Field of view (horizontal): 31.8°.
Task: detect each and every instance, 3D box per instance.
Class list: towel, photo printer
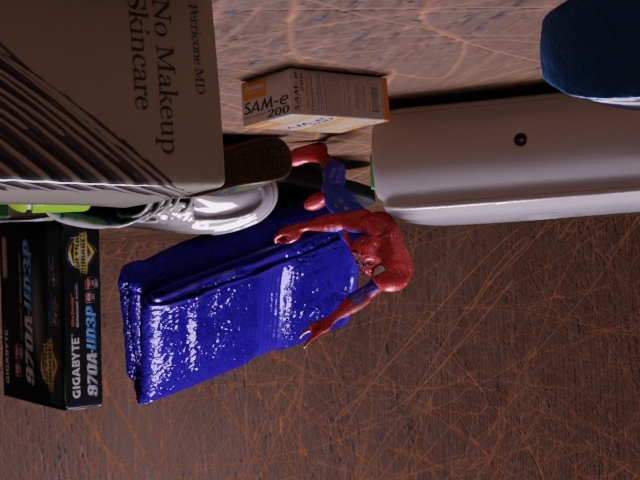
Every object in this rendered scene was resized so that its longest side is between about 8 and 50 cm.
[{"bbox_3d":[-0.090,0.077,1.377,0.308,0.228,0.076,-20,-135,-24],"label":"towel"},{"bbox_3d":[0.224,-0.076,1.053,0.307,0.107,0.256,-4,177,15],"label":"photo printer"}]

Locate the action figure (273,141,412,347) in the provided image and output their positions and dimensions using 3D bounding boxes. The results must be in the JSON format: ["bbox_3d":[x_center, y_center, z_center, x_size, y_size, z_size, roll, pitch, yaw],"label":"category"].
[{"bbox_3d":[0.000,0.000,1.110,0.139,0.091,0.280,-29,-152,-7],"label":"action figure"}]

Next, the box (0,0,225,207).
[{"bbox_3d":[-0.177,-0.074,0.516,0.094,0.113,0.275,-8,177,43],"label":"box"}]

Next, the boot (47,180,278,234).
[{"bbox_3d":[-0.175,-0.043,1.232,0.258,0.095,0.123,-2,-170,-3],"label":"boot"}]

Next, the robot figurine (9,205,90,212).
[{"bbox_3d":[-0.271,-0.061,1.128,0.115,0.067,0.101,-3,-171,-17],"label":"robot figurine"}]

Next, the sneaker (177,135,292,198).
[{"bbox_3d":[-0.129,-0.070,1.147,0.192,0.064,0.086,-6,174,-33],"label":"sneaker"}]

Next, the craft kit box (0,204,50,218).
[{"bbox_3d":[-0.363,-0.046,1.516,0.246,0.061,0.250,-5,178,-21],"label":"craft kit box"}]

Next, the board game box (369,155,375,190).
[{"bbox_3d":[0.199,-0.085,1.505,0.213,0.046,0.317,-3,178,13],"label":"board game box"}]

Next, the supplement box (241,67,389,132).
[{"bbox_3d":[-0.004,-0.105,0.859,0.098,0.036,0.062,-1,176,-39],"label":"supplement box"}]

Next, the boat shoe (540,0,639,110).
[{"bbox_3d":[0.253,-0.114,0.607,0.258,0.109,0.089,13,-167,26],"label":"boat shoe"}]

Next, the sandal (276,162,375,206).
[{"bbox_3d":[-0.016,-0.079,1.422,0.097,0.054,0.254,-14,162,36],"label":"sandal"}]

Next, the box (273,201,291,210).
[{"bbox_3d":[-0.071,-0.011,1.509,0.156,0.158,0.093,-1,178,-44],"label":"box"}]

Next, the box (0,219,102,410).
[{"bbox_3d":[-0.327,0.085,1.355,0.051,0.220,0.175,-2,-178,-40],"label":"box"}]
